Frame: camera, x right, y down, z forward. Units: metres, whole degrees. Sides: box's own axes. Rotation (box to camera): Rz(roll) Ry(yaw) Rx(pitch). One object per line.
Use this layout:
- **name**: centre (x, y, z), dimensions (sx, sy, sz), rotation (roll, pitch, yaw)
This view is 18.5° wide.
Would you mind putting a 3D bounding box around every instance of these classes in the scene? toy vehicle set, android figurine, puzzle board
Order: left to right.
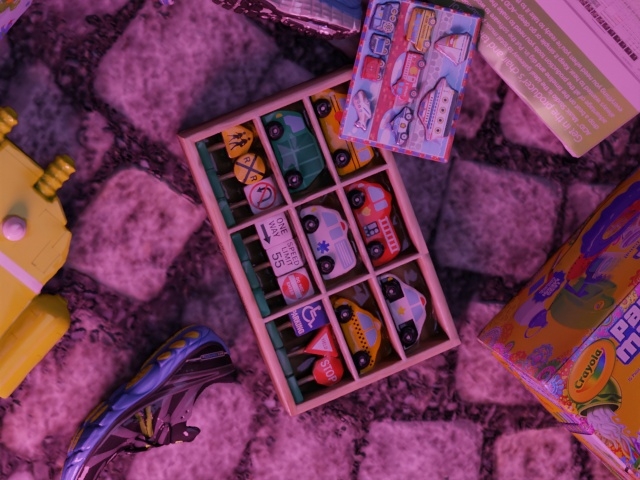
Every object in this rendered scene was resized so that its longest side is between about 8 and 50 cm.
- **android figurine**: centre (-0.316, 0.014, 1.610), dimensions (0.248, 0.056, 0.273), rotation (43, 89, -18)
- **toy vehicle set**: centre (0.000, 0.000, 1.702), dimensions (0.166, 0.035, 0.267), rotation (-24, 105, -10)
- **puzzle board**: centre (0.075, -0.138, 1.661), dimensions (0.096, 0.011, 0.128), rotation (13, 97, -3)

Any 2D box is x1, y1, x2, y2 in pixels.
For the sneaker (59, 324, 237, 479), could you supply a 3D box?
- **sneaker**: centre (-0.146, 0.155, 1.674), dimensions (0.188, 0.067, 0.078), rotation (-43, 102, -7)

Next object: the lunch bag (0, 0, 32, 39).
- **lunch bag**: centre (-0.300, -0.223, 1.549), dimensions (0.151, 0.096, 0.129), rotation (39, 88, 8)

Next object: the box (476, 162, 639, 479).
- **box**: centre (0.352, 0.090, 1.742), dimensions (0.290, 0.177, 0.279), rotation (-46, 108, -3)

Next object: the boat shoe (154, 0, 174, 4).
- **boat shoe**: centre (-0.148, -0.237, 1.404), dimensions (0.066, 0.066, 0.183), rotation (-5, 142, 11)

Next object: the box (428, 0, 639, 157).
- **box**: centre (0.263, -0.247, 1.646), dimensions (0.322, 0.058, 0.232), rotation (-37, 110, 23)

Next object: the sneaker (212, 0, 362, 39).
- **sneaker**: centre (-0.038, -0.224, 1.648), dimensions (0.162, 0.063, 0.073), rotation (18, 77, -22)
